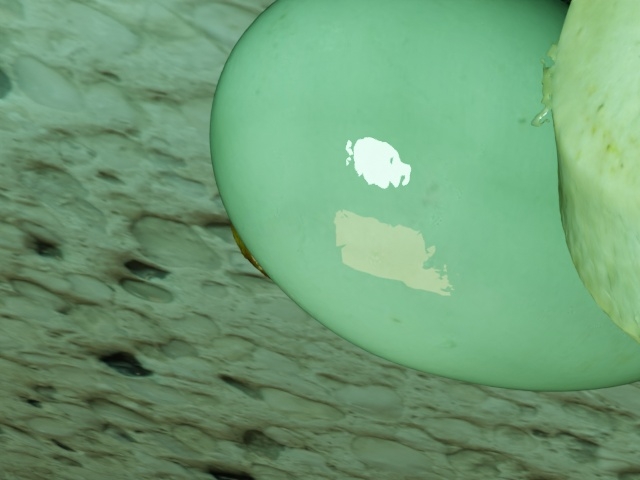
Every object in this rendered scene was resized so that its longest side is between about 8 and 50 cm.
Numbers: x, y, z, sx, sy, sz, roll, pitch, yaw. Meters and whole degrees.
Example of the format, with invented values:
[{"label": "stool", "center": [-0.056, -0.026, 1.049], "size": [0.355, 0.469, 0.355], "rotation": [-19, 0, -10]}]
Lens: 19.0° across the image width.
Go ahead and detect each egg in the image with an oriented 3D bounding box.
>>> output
[{"label": "egg", "center": [0.103, -0.028, 1.112], "size": [0.371, 0.230, 0.230], "rotation": [23, 158, -32]}]

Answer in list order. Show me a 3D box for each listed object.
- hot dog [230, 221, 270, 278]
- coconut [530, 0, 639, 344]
[{"label": "hot dog", "center": [0.000, -0.001, 1.483], "size": [0.147, 0.065, 0.099], "rotation": [23, 148, -13]}, {"label": "coconut", "center": [0.271, -0.041, 0.874], "size": [0.323, 0.323, 0.323], "rotation": [14, 159, 6]}]
